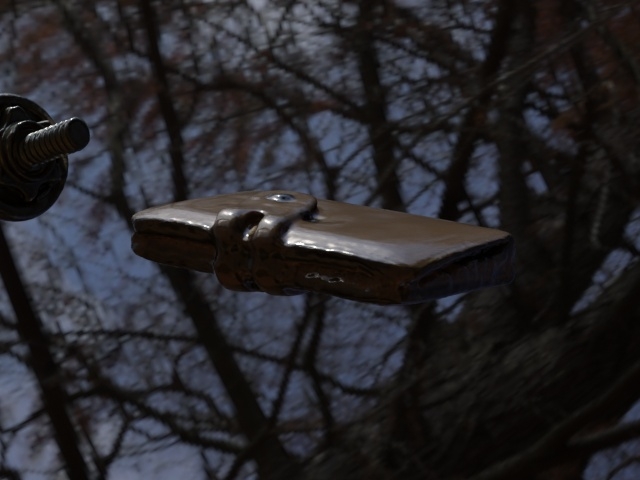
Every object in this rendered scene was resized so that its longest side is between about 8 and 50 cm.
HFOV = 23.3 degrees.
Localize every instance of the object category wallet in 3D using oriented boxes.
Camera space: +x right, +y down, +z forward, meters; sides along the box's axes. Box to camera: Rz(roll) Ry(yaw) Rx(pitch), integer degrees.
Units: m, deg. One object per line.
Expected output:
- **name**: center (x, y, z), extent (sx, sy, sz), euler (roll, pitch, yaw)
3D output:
- **wallet**: center (0.000, 0.000, 0.702), extent (0.152, 0.118, 0.039), euler (12, -76, 30)

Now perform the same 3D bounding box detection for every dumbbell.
- **dumbbell**: center (-0.225, -0.040, 0.975), extent (0.254, 0.110, 0.110), euler (-12, -83, 46)
